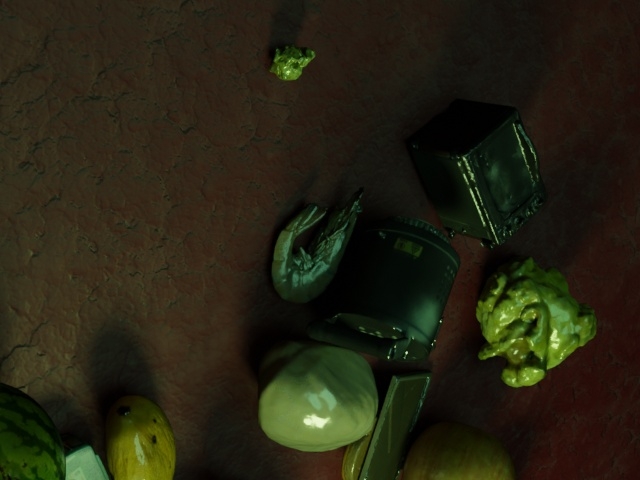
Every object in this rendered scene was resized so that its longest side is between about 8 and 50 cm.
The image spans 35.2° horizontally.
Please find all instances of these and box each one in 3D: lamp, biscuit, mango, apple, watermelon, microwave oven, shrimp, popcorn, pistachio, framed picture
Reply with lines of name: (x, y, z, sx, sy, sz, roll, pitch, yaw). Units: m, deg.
lamp: (0.139, 0.086, 1.906, 0.374, 0.205, 0.272, 25, 78, -69)
biscuit: (0.091, 0.418, 2.085, 0.170, 0.050, 0.170, -40, 140, -45)
mango: (-0.305, 0.382, 1.749, 0.109, 0.157, 0.262, -6, 123, 4)
apple: (0.294, 0.525, 2.160, 0.242, 0.242, 0.241, 52, 54, -35)
watermelon: (-0.522, 0.345, 1.484, 0.285, 0.285, 0.285, -12, 111, -33)
microwave oven: (0.318, -0.135, 2.013, 0.178, 0.188, 0.247, -40, 124, -20)
shrimp: (-0.015, -0.004, 1.895, 0.145, 0.059, 0.254, 21, 96, -29)
popcorn: (-0.051, -0.316, 1.767, 0.083, 0.059, 0.068, -35, 162, -14)
pistachio: (0.000, 0.299, 1.909, 0.226, 0.208, 0.332, -52, 145, 1)
popcorn: (0.450, 0.166, 2.197, 0.242, 0.235, 0.250, -34, 88, -36)
framed picture: (0.156, 0.409, 2.119, 0.209, 0.019, 0.281, 12, 97, -63)

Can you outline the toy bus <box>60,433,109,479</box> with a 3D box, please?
toy bus: (-0.409, 0.453, 1.730, 0.109, 0.091, 0.261, -36, 124, -35)
